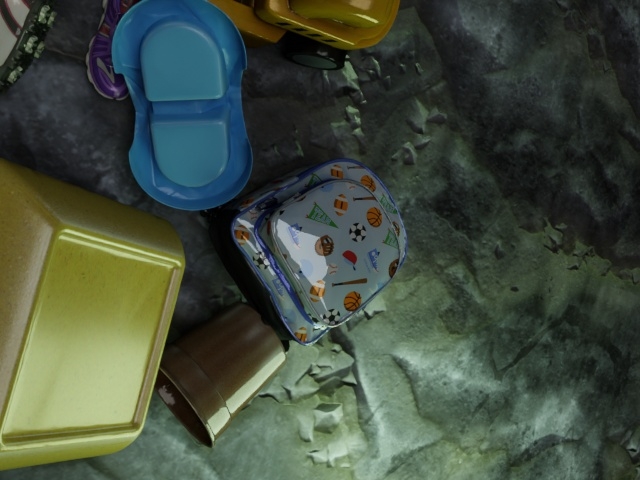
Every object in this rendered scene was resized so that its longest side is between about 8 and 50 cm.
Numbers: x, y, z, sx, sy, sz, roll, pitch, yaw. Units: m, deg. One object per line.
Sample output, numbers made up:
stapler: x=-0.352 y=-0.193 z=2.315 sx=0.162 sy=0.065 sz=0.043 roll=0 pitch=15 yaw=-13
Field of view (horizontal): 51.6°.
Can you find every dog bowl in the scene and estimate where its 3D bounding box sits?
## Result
dog bowl: x=-0.178 y=-0.186 z=0.889 sx=0.166 sy=0.074 sz=0.297 roll=-3 pitch=124 yaw=-5

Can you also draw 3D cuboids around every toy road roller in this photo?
toy road roller: x=-0.032 y=-0.377 z=0.906 sx=0.329 sy=0.240 sz=0.202 roll=11 pitch=92 yaw=-30

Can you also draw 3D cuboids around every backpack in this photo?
backpack: x=0.000 y=0.000 z=1.010 sx=0.263 sy=0.213 sz=0.276 roll=-38 pitch=111 yaw=-30

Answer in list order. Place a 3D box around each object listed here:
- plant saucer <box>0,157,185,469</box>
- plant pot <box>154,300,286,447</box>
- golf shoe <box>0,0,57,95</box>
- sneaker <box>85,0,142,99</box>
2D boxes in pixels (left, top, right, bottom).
plant saucer: x=-0.279 y=0.108 z=0.765 sx=0.333 sy=0.081 sz=0.333 roll=27 pitch=75 yaw=-66
plant pot: x=-0.149 y=0.188 z=0.980 sx=0.165 sy=0.167 sz=0.167 roll=-37 pitch=113 yaw=-27
golf shoe: x=-0.379 y=-0.315 z=0.808 sx=0.120 sy=0.105 sz=0.273 roll=20 pitch=94 yaw=-19
sneaker: x=-0.271 y=-0.276 z=0.888 sx=0.068 sy=0.071 sz=0.170 roll=7 pitch=95 yaw=-29
